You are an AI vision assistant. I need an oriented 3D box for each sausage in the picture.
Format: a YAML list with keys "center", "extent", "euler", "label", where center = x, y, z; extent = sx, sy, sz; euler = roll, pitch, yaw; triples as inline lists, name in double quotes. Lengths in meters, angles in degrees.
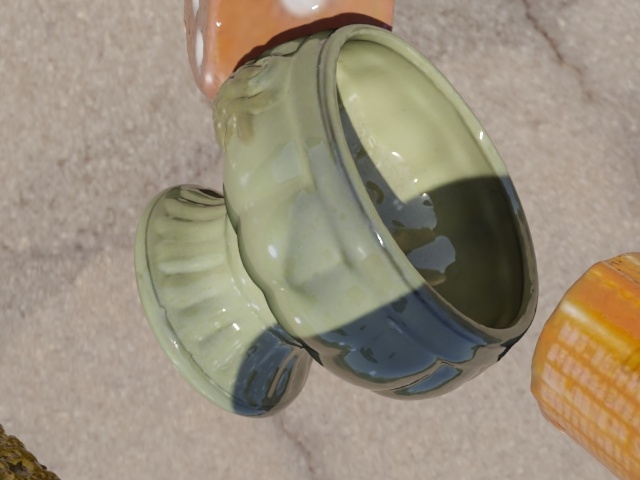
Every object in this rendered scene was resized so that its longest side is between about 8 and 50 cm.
- center: [0.390, 0.173, 1.309]
  extent: [0.233, 0.287, 0.233]
  euler: [-15, 123, -25]
  label: "sausage"

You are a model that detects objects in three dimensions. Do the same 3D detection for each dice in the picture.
- center: [-0.031, -0.228, 1.185]
  extent: [0.175, 0.174, 0.179]
  euler: [0, 125, -14]
  label: "dice"

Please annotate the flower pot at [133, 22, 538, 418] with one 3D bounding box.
- center: [0.000, 0.000, 1.016]
  extent: [0.244, 0.307, 0.307]
  euler: [-30, 124, 28]
  label: "flower pot"

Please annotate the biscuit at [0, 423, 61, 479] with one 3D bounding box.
- center: [-0.242, 0.179, 0.789]
  extent: [0.131, 0.237, 0.026]
  euler: [35, 108, 19]
  label: "biscuit"
